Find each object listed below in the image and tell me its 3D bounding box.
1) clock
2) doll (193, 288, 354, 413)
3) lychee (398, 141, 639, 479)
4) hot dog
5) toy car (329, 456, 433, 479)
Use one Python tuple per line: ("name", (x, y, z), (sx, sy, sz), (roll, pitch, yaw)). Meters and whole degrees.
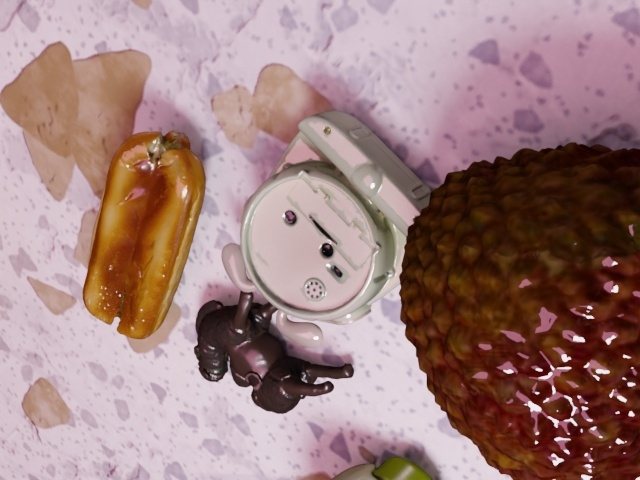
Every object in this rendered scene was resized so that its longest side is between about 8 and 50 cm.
("clock", (0.000, 0.000, 0.774), (0.151, 0.062, 0.191), (45, 116, 7))
("doll", (-0.064, 0.111, 0.893), (0.139, 0.057, 0.165), (53, 134, 0))
("lychee", (0.167, 0.047, 0.608), (0.271, 0.236, 0.236), (32, 127, 41))
("hot dog", (-0.173, -0.003, 0.904), (0.100, 0.068, 0.250), (30, 127, 7))
("toy car", (0.052, 0.336, 0.884), (0.235, 0.145, 0.235), (33, 144, 28))
